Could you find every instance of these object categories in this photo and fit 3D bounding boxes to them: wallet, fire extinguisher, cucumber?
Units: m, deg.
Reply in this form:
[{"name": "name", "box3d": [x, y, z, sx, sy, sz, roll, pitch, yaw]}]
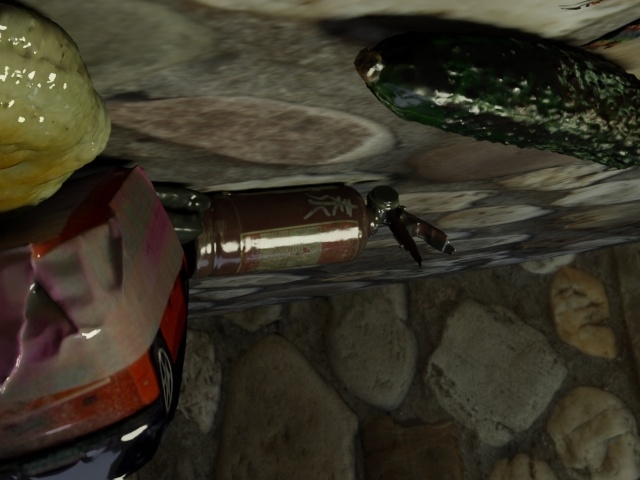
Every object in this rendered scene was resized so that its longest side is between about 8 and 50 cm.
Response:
[{"name": "wallet", "box3d": [-0.225, -0.007, 1.021, 0.169, 0.052, 0.245, 1, 172, -41]}, {"name": "fire extinguisher", "box3d": [-0.003, 0.001, 1.090, 0.252, 0.106, 0.075, -5, 154, -22]}, {"name": "cucumber", "box3d": [0.121, -0.083, 0.676, 0.068, 0.067, 0.294, -13, 170, 37]}]

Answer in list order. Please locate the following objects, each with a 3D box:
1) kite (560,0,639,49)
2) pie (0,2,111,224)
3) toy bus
[{"name": "kite", "box3d": [0.214, -0.133, 0.601, 0.198, 0.006, 0.244, -5, 173, -30]}, {"name": "pie", "box3d": [-0.257, -0.037, 0.539, 0.338, 0.075, 0.337, -11, 176, -1]}, {"name": "toy bus", "box3d": [-0.160, 0.045, 0.754, 0.128, 0.147, 0.302, -17, -169, 2]}]
